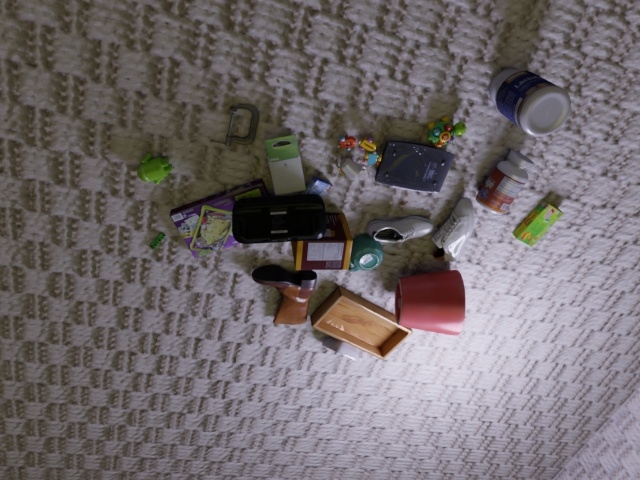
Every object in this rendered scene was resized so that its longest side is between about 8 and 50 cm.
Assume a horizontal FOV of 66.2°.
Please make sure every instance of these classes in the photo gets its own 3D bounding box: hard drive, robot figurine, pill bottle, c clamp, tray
[{"bbox_3d":[0.328,-0.264,1.735,0.254,0.054,0.172,8,122,-15],"label":"hard drive"},{"bbox_3d":[-0.546,-0.231,1.605,0.115,0.067,0.101,-18,133,3],"label":"robot figurine"},{"bbox_3d":[0.672,-0.211,1.788,0.121,0.121,0.216,17,119,-20],"label":"pill bottle"},{"bbox_3d":[0.643,-0.442,1.539,0.153,0.265,0.153,-5,124,-8],"label":"pill bottle"},{"bbox_3d":[-0.270,-0.369,1.585,0.137,0.022,0.161,14,121,-18],"label":"c clamp"},{"bbox_3d":[0.180,0.362,2.125,0.410,0.076,0.203,30,115,-25],"label":"tray"}]

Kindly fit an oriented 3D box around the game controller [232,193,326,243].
[{"bbox_3d":[-0.141,-0.073,1.664,0.319,0.167,0.067,-3,166,-2],"label":"game controller"}]

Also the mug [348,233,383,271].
[{"bbox_3d":[0.175,0.064,1.905,0.129,0.097,0.158,2,123,-11],"label":"mug"}]

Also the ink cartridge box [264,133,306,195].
[{"bbox_3d":[-0.119,-0.262,1.657,0.108,0.062,0.209,-11,125,-1],"label":"ink cartridge box"}]

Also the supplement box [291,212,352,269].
[{"bbox_3d":[0.000,0.000,1.776,0.194,0.191,0.129,1,124,-9],"label":"supplement box"}]

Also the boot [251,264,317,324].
[{"bbox_3d":[-0.161,0.228,1.990,0.264,0.096,0.281,0,131,-19],"label":"boot"}]

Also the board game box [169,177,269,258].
[{"bbox_3d":[-0.333,-0.075,1.761,0.346,0.056,0.208,-18,121,3],"label":"board game box"}]

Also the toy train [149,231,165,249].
[{"bbox_3d":[-0.594,0.002,1.787,0.023,0.017,0.083,39,111,-19],"label":"toy train"}]

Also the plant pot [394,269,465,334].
[{"bbox_3d":[0.433,0.251,1.993,0.243,0.275,0.275,0,124,1],"label":"plant pot"}]

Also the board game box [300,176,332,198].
[{"bbox_3d":[-0.014,-0.177,1.736,0.090,0.020,0.090,12,127,-50],"label":"board game box"}]

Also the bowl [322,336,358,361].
[{"bbox_3d":[0.094,0.473,2.159,0.142,0.142,0.053,30,81,-30],"label":"bowl"}]

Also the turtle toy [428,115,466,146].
[{"bbox_3d":[0.430,-0.368,1.673,0.130,0.066,0.095,-22,125,6],"label":"turtle toy"}]

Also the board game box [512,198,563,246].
[{"bbox_3d":[0.868,-0.067,1.964,0.092,0.043,0.181,24,116,-23],"label":"board game box"}]

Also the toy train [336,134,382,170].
[{"bbox_3d":[0.139,-0.313,1.680,0.125,0.046,0.166,-11,141,31],"label":"toy train"}]

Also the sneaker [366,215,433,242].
[{"bbox_3d":[0.307,-0.030,1.867,0.258,0.091,0.094,-6,125,-5],"label":"sneaker"}]

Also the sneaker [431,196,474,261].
[{"bbox_3d":[0.502,-0.032,1.889,0.123,0.106,0.290,-2,126,-11],"label":"sneaker"}]

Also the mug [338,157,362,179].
[{"bbox_3d":[0.095,-0.247,1.695,0.064,0.062,0.078,39,121,-23],"label":"mug"}]
